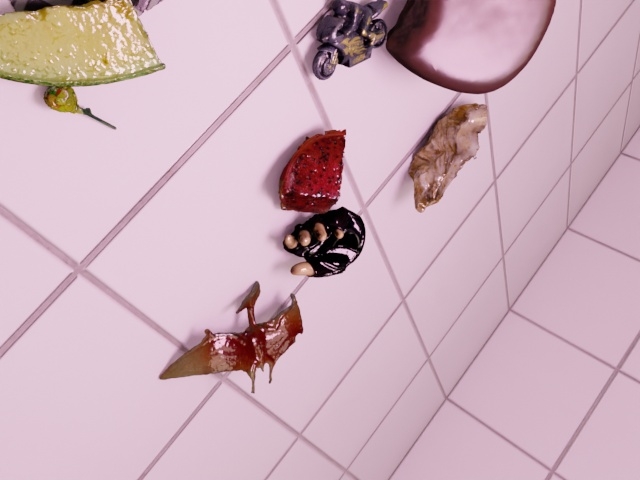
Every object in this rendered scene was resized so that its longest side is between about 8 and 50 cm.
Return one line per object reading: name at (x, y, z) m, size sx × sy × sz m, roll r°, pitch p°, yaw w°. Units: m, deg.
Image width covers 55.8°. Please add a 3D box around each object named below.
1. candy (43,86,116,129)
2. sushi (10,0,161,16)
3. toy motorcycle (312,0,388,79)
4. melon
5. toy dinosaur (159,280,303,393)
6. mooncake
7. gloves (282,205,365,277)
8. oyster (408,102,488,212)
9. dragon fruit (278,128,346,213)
candy at (-0.302, -0.167, 0.778) m, size 0.123 × 0.035 × 0.035 m, roll 28°, pitch 75°, yaw -65°
sushi at (-0.253, -0.337, 0.685) m, size 0.231 × 0.047 × 0.220 m, roll -44°, pitch 145°, yaw -22°
toy motorcycle at (0.052, -0.368, 1.059) m, size 0.193 × 0.061 × 0.124 m, roll -38°, pitch 139°, yaw -27°
melon at (-0.297, -0.222, 0.681) m, size 0.261 × 0.053 × 0.114 m, roll -14°, pitch 142°, yaw -37°
toy dinosaur at (-0.158, 0.208, 1.229) m, size 0.327 × 0.112 × 0.207 m, roll -49°, pitch 122°, yaw -35°
mooncake at (0.270, -0.439, 1.138) m, size 0.333 × 0.174 × 0.326 m, roll -20°, pitch 116°, yaw -1°
gloves at (0.000, 0.000, 1.235) m, size 0.203 × 0.124 × 0.165 m, roll 18°, pitch 92°, yaw -43°
oyster at (0.305, -0.215, 1.482) m, size 0.341 × 0.110 × 0.166 m, roll -58°, pitch 153°, yaw -7°
dragon fruit at (-0.018, -0.134, 1.151) m, size 0.127 × 0.120 × 0.161 m, roll 14°, pitch 77°, yaw -16°
